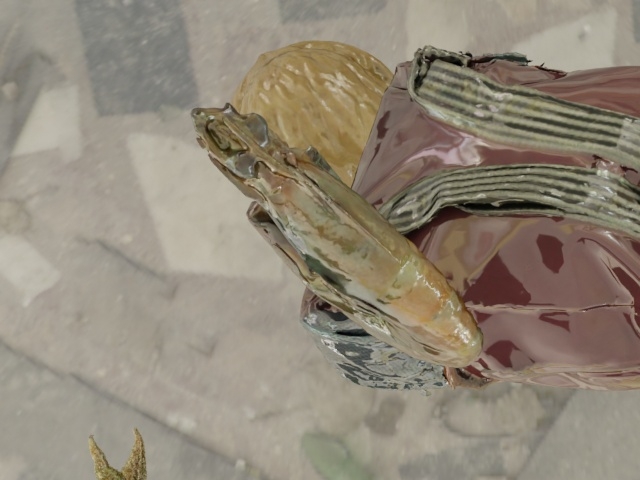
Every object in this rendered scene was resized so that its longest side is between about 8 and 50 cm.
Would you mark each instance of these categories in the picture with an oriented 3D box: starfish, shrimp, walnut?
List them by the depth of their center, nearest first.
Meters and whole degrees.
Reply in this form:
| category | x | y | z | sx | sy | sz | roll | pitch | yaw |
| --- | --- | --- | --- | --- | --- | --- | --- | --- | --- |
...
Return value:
| category | x | y | z | sx | sy | sz | roll | pitch | yaw |
| --- | --- | --- | --- | --- | --- | --- | --- | --- | --- |
| shrimp | -0.001 | 0.002 | 0.809 | 0.052 | 0.143 | 0.251 | -54 | 124 | -20 |
| starfish | -0.128 | 0.169 | 0.917 | 0.086 | 0.092 | 0.016 | 33 | 142 | -26 |
| walnut | 0.002 | -0.111 | 1.445 | 0.213 | 0.213 | 0.213 | 2 | 107 | 6 |

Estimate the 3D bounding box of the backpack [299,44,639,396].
| category | x | y | z | sx | sy | sz | roll | pitch | yaw |
| --- | --- | --- | --- | --- | --- | --- | --- | --- | --- |
| backpack | 0.165 | -0.014 | 0.990 | 0.317 | 0.283 | 0.197 | 3 | 150 | 33 |
